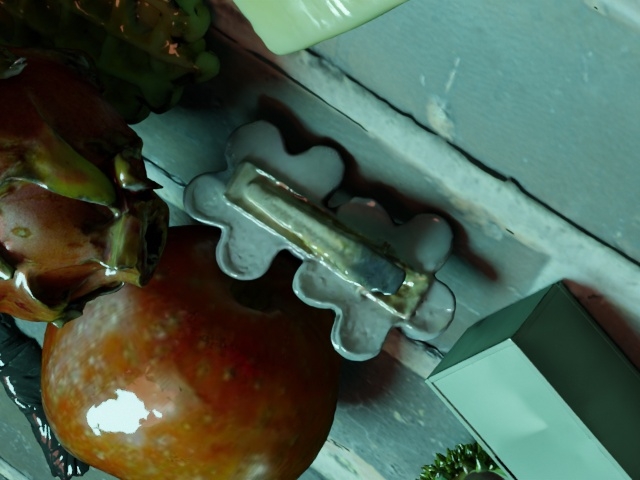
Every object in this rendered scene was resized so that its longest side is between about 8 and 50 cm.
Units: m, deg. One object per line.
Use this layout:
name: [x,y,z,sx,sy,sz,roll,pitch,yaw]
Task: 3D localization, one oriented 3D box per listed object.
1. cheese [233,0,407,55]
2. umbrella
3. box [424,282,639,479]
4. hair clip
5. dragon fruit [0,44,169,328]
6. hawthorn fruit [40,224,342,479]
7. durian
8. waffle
cheese: [-0.008,-0.282,1.128,0.242,0.124,0.265,-17,113,54]
umbrella: [-0.346,0.182,1.946,0.059,0.066,0.236,-7,118,53]
box: [0.215,0.159,1.377,0.225,0.086,0.129,48,144,-6]
hair clip: [0.002,0.001,1.388,0.257,0.146,0.075,33,-176,20]
dragon fruit: [-0.272,-0.056,1.382,0.315,0.250,0.250,-4,125,22]
hawthorn fruit: [-0.118,0.122,1.506,0.284,0.284,0.284,25,140,23]
durian: [0.145,0.236,1.513,0.221,0.137,0.095,95,159,-56]
waffle: [-0.238,-0.236,1.430,0.297,0.073,0.317,-3,126,44]
